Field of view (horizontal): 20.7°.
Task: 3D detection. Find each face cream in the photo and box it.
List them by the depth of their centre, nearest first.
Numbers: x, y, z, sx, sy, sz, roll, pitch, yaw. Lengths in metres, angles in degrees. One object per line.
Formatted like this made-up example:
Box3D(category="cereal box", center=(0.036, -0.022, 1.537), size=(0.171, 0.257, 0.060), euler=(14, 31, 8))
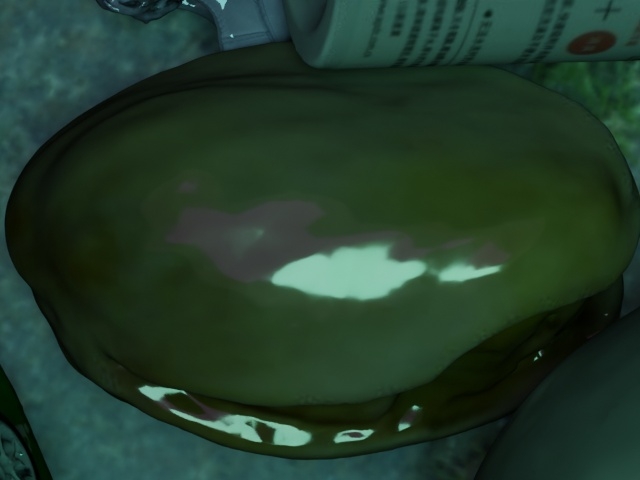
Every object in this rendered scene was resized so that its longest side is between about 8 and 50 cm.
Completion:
Box3D(category="face cream", center=(0.171, -0.156, 0.811), size=(0.369, 0.145, 0.145), euler=(-3, 81, -14))

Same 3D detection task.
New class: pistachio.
Box3D(category="pistachio", center=(0.000, 0.000, 0.811), size=(0.288, 0.166, 0.197), euler=(-1, 61, -5))

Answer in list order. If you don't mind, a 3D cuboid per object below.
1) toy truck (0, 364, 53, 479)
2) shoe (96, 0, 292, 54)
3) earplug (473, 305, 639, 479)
Box3D(category="toy truck", center=(-0.141, 0.213, 0.782), size=(0.176, 0.178, 0.363), euler=(-26, 79, 12))
Box3D(category="shoe", center=(-0.094, -0.179, 0.880), size=(0.245, 0.095, 0.138), euler=(26, 82, 3))
Box3D(category="earplug", center=(0.244, 0.124, 0.683), size=(0.394, 0.312, 0.313), euler=(-32, 79, 2))
